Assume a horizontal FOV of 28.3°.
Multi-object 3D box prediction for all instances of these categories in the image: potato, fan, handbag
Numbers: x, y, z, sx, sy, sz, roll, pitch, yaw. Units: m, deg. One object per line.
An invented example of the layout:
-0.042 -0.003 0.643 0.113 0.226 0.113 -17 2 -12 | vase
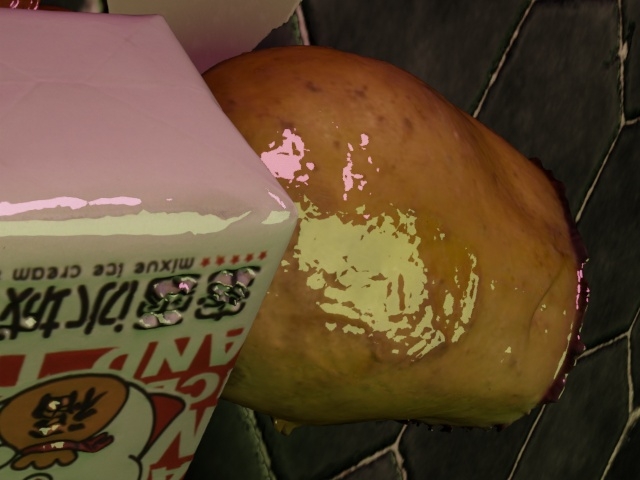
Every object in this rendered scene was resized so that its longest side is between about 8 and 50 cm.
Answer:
0.000 0.000 0.709 0.266 0.229 0.229 24 89 -41 | potato
-0.068 -0.214 0.635 0.182 0.010 0.310 -48 145 -27 | fan
-0.151 0.051 0.553 0.171 0.151 0.298 -4 135 -36 | handbag

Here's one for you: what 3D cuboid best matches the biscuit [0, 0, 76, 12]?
-0.153 -0.072 0.586 0.124 0.026 0.175 -52 144 -23 | biscuit
